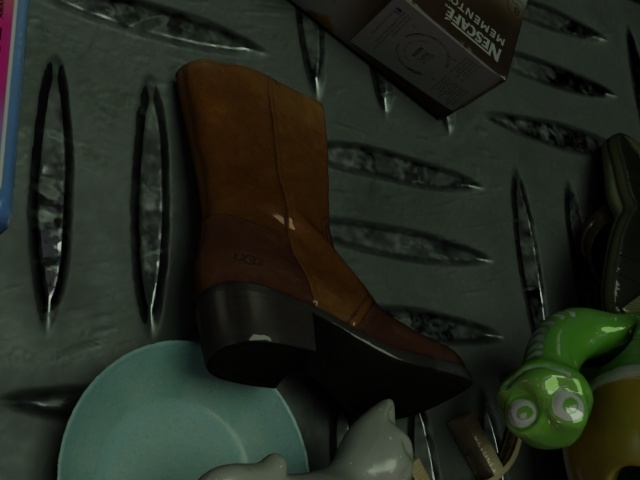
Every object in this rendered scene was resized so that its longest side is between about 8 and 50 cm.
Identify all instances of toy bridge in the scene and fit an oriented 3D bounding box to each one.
[{"bbox_3d":[0.137,0.183,0.857,0.188,0.026,0.063,-29,90,-40],"label":"toy bridge"}]

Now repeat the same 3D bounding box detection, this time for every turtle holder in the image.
[{"bbox_3d":[0.321,0.173,0.834,0.320,0.243,0.227,52,38,-36],"label":"turtle holder"}]

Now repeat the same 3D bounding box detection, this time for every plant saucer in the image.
[{"bbox_3d":[-0.097,0.169,0.684,0.195,0.037,0.195,15,62,-31],"label":"plant saucer"}]

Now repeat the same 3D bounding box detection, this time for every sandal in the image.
[{"bbox_3d":[0.331,0.002,1.044,0.120,0.086,0.303,39,38,-16],"label":"sandal"}]

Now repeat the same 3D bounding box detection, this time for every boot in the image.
[{"bbox_3d":[0.000,0.000,0.809,0.264,0.096,0.281,14,48,-30],"label":"boot"}]

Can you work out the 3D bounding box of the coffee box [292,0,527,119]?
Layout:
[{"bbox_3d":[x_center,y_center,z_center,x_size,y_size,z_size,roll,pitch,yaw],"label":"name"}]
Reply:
[{"bbox_3d":[0.075,-0.252,0.945,0.246,0.098,0.141,35,54,-19],"label":"coffee box"}]

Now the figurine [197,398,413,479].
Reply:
[{"bbox_3d":[0.008,0.231,0.667,0.209,0.092,0.215,-16,106,-54],"label":"figurine"}]

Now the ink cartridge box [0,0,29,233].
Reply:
[{"bbox_3d":[-0.377,-0.142,0.541,0.395,0.151,0.270,10,65,-31],"label":"ink cartridge box"}]
